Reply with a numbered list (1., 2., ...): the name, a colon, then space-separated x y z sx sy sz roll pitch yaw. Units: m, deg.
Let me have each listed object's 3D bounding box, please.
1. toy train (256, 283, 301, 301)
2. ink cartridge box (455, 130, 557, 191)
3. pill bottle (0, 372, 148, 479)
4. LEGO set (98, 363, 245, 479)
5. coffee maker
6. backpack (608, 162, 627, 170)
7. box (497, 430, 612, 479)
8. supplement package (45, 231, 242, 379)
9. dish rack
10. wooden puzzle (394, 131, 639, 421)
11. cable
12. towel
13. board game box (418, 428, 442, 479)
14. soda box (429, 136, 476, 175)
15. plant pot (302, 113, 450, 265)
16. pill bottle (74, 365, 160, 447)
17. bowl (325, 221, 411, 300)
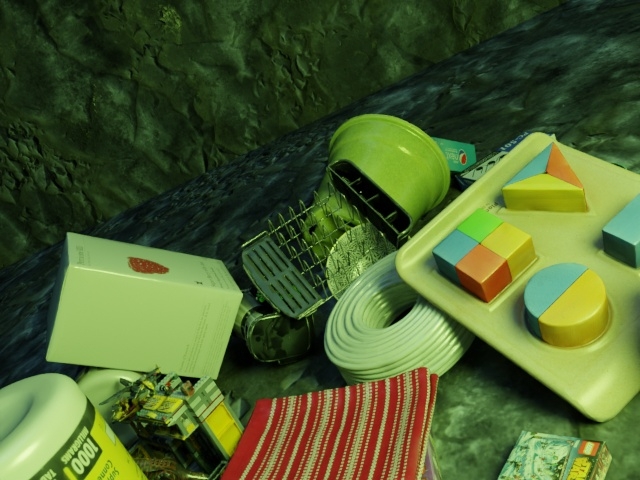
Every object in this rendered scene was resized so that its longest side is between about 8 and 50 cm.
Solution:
1. toy train: -0.072 0.090 1.137 0.083 0.023 0.017 -7 11 -20
2. ink cartridge box: 0.410 -0.170 1.440 0.207 0.046 0.097 -31 21 -12
3. pill bottle: -0.242 0.314 0.655 0.188 0.333 0.188 -24 21 10
4. LEGO set: -0.259 0.297 0.923 0.255 0.192 0.331 -40 24 -32
5. coffee maker: -0.076 0.139 1.189 0.171 0.120 0.178 -33 21 -16
6. backpack: 0.373 -0.051 1.044 0.188 0.144 0.166 20 49 41
7. box: 0.225 0.255 0.661 0.094 0.027 0.137 -7 28 46
8. supplement package: -0.316 0.116 1.163 0.293 0.175 0.177 12 14 -26
9. dish rack: 0.000 0.000 1.128 0.272 0.074 0.208 -34 55 -13
10. wooden puzzle: 0.311 0.006 0.835 0.322 0.080 0.348 -40 48 -12
11. cable: 0.123 0.116 0.988 0.257 0.089 0.257 -20 31 35
12. towel: 0.006 0.249 0.821 0.275 0.031 0.199 -17 23 25
13. board game box: 0.039 0.314 0.727 0.208 0.056 0.346 -19 21 9
14. soda box: 0.270 -0.183 1.468 0.067 0.071 0.210 -9 -5 42
15. plant pot: 0.096 -0.072 1.339 0.276 0.276 0.253 -9 39 40
16. pill bottle: -0.379 0.257 1.231 0.153 0.153 0.264 -28 20 -3
17. bowl: 0.101 0.060 1.178 0.170 0.080 0.170 -7 67 16
